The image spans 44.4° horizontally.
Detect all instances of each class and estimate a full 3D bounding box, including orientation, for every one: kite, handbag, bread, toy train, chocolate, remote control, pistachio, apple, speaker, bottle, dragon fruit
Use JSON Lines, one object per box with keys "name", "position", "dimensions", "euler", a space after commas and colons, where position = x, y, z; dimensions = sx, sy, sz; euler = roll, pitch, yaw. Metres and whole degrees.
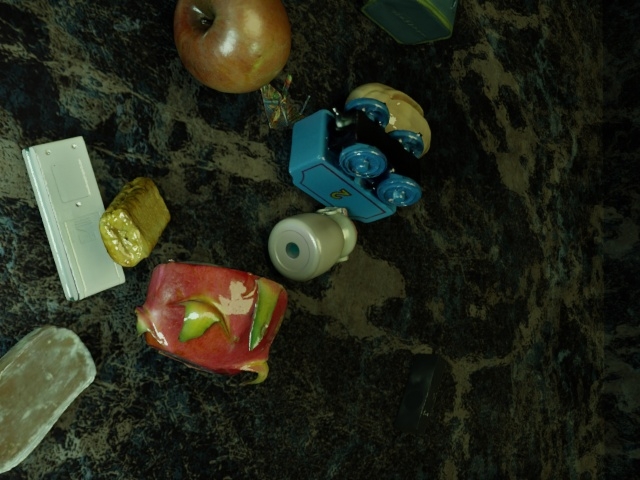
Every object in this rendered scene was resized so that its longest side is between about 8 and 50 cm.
{"name": "kite", "position": [-0.091, -0.329, 1.845], "dimensions": [0.183, 0.010, 0.160], "euler": [39, 59, -38]}
{"name": "handbag", "position": [0.260, -0.694, 2.118], "dimensions": [0.263, 0.222, 0.241], "euler": [23, 74, -46]}
{"name": "bread", "position": [-0.340, -0.035, 1.427], "dimensions": [0.211, 0.083, 0.114], "euler": [-89, 159, -69]}
{"name": "toy train", "position": [0.082, -0.184, 1.834], "dimensions": [0.300, 0.265, 0.188], "euler": [32, 51, -40]}
{"name": "chocolate", "position": [-0.498, 0.249, 1.287], "dimensions": [0.254, 0.080, 0.157], "euler": [-51, 137, -36]}
{"name": "remote control", "position": [-0.440, -0.040, 1.399], "dimensions": [0.103, 0.055, 0.277], "euler": [-23, 102, -47]}
{"name": "pistachio", "position": [0.173, -0.296, 2.027], "dimensions": [0.299, 0.187, 0.187], "euler": [24, 69, -50]}
{"name": "apple", "position": [-0.176, -0.429, 1.609], "dimensions": [0.253, 0.253, 0.253], "euler": [7, 81, -47]}
{"name": "speaker", "position": [0.268, 0.410, 2.110], "dimensions": [0.044, 0.082, 0.218], "euler": [44, 57, -36]}
{"name": "bottle", "position": [0.000, 0.000, 1.821], "dimensions": [0.236, 0.147, 0.147], "euler": [-20, 101, -55]}
{"name": "dragon fruit", "position": [-0.213, 0.156, 1.472], "dimensions": [0.290, 0.290, 0.189], "euler": [30, 66, -42]}
